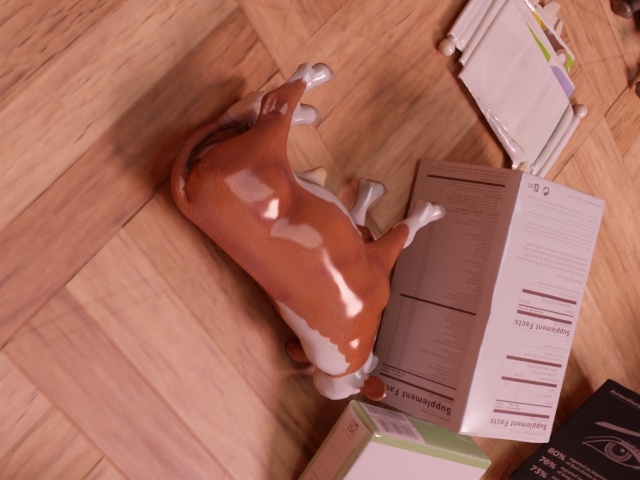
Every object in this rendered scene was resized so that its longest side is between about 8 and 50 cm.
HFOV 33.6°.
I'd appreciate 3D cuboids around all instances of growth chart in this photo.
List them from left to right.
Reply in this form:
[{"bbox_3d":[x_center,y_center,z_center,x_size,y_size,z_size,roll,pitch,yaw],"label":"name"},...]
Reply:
[{"bbox_3d":[0.211,-0.174,1.107,0.172,0.021,0.237,-49,125,-22],"label":"growth chart"}]

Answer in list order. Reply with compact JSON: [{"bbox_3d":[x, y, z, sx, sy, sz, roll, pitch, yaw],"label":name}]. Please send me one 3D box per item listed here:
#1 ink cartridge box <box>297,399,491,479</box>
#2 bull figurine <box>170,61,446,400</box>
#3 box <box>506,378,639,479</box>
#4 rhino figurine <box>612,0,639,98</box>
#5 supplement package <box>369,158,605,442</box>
[{"bbox_3d":[0.038,0.276,1.026,0.171,0.056,0.235,21,108,-39],"label":"ink cartridge box"},{"bbox_3d":[0.000,0.000,0.914,0.310,0.101,0.188,50,63,-36],"label":"bull figurine"},{"bbox_3d":[0.329,0.278,1.186,0.207,0.153,0.108,-34,134,-30],"label":"box"},{"bbox_3d":[0.386,-0.286,1.199,0.106,0.073,0.243,-33,116,-26],"label":"rhino figurine"},{"bbox_3d":[0.158,0.058,1.029,0.133,0.139,0.244,14,90,-39],"label":"supplement package"}]
